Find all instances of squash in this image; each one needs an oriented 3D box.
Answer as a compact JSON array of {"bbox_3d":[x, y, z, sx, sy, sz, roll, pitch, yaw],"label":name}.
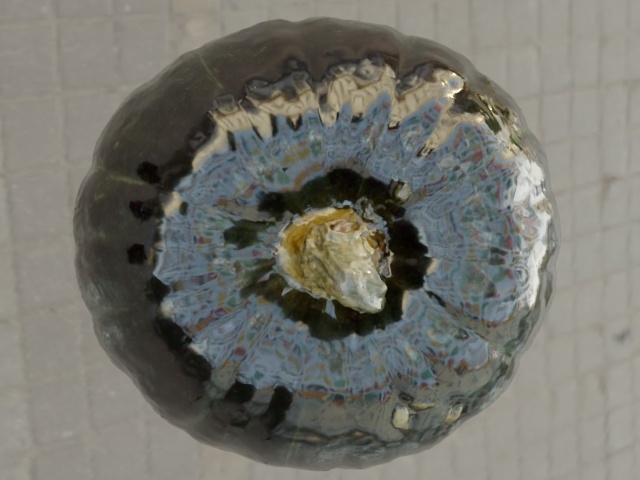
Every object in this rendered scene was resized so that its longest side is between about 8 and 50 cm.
[{"bbox_3d":[-0.001,-0.001,0.552,0.156,0.193,0.193,36,68,-72],"label":"squash"}]
